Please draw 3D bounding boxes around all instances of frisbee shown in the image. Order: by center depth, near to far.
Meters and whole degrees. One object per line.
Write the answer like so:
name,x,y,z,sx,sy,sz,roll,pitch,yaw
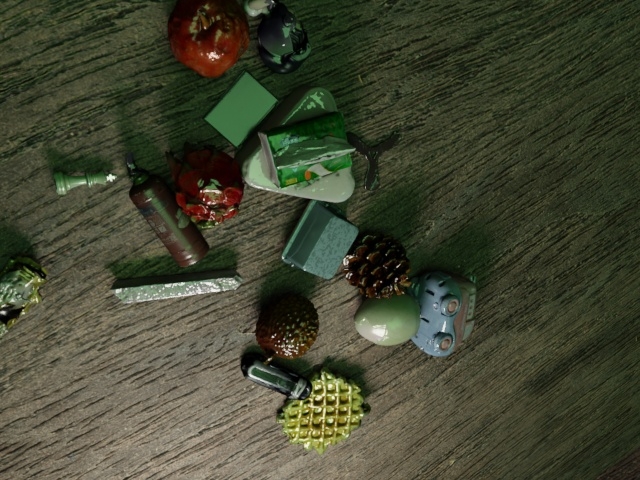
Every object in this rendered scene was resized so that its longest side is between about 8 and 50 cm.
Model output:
frisbee,0.177,-0.273,1.679,0.187,0.012,0.211,-32,117,-10

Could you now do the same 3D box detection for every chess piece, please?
chess piece,-0.599,-0.157,1.379,0.149,0.059,0.059,-13,113,-24

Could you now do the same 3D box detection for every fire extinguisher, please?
fire extinguisher,-0.418,-0.086,1.429,0.102,0.138,0.344,-43,121,-26

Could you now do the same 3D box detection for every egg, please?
egg,0.216,0.257,1.791,0.217,0.183,0.183,0,109,-7

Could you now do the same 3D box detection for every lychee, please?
lychee,-0.105,0.278,1.651,0.200,0.200,0.238,42,67,-29

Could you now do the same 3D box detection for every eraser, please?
eraser,-0.035,-0.233,1.528,0.331,0.150,0.331,-8,112,-21

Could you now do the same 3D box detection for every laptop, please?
laptop,-0.216,-0.357,1.474,0.129,0.016,0.180,41,89,-17

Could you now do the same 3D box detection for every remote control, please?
remote control,-0.137,0.452,1.747,0.266,0.066,0.090,30,98,-17

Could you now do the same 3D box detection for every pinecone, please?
pinecone,0.191,0.089,1.707,0.222,0.221,0.221,-7,111,-20

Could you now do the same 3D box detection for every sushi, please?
sushi,-0.806,0.175,1.368,0.139,0.131,0.291,40,82,-27

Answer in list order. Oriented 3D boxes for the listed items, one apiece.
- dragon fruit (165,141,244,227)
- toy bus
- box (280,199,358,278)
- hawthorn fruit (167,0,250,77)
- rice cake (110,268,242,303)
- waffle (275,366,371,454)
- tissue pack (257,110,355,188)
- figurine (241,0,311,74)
dragon fruit,-0.299,-0.156,1.411,0.193,0.274,0.192,-28,156,24
toy bus,0.438,0.246,1.877,0.232,0.197,0.294,-5,109,-32
box,0.000,0.000,1.636,0.162,0.130,0.227,25,97,-43
hawthorn fruit,-0.267,-0.502,1.277,0.208,0.243,0.207,-1,99,-6
rice cake,-0.407,0.129,1.546,0.365,0.073,0.056,-6,113,-21
waffle,0.012,0.599,1.887,0.317,0.073,0.297,-44,113,5
tissue pack,-0.030,-0.229,1.366,0.209,0.156,0.148,-18,111,-13
figurine,-0.113,-0.538,1.387,0.145,0.145,0.222,-41,125,-4
